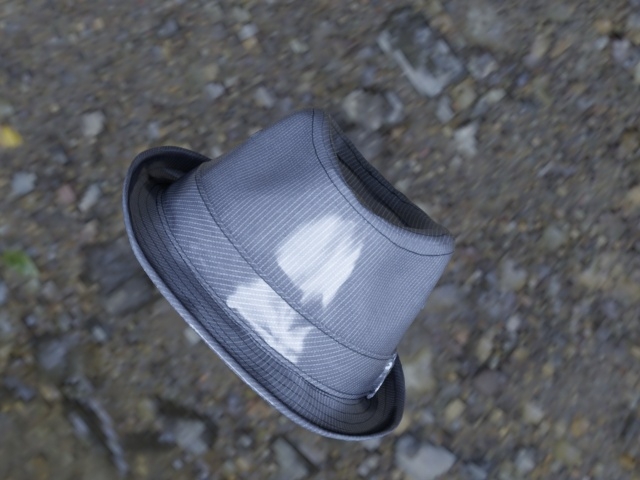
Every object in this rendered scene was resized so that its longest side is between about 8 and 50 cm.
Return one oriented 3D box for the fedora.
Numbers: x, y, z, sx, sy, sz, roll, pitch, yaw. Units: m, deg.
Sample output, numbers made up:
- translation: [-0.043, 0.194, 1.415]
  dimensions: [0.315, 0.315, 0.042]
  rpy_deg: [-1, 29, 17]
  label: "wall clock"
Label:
- translation: [0.000, 0.000, 1.229]
  dimensions: [0.124, 0.275, 0.244]
  rpy_deg: [-44, 84, 13]
  label: "fedora"
